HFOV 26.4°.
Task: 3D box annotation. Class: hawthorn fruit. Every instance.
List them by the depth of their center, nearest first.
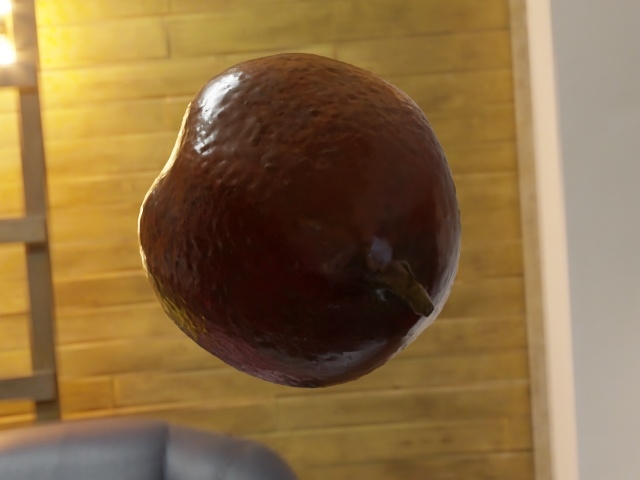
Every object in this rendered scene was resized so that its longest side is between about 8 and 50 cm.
[{"bbox_3d":[0.000,0.000,0.795,0.200,0.199,0.251,-7,20,-21],"label":"hawthorn fruit"}]
